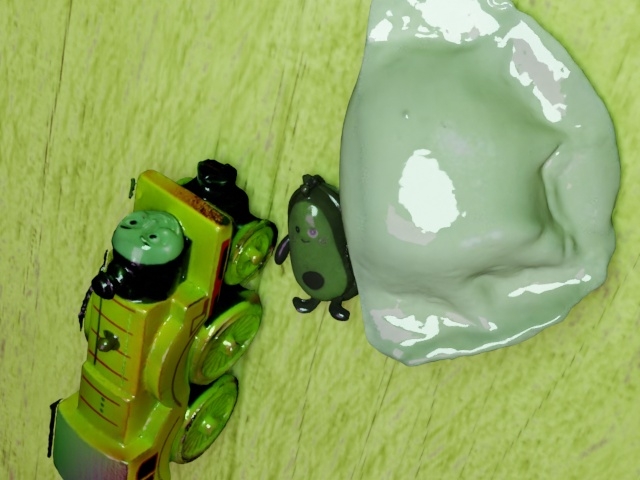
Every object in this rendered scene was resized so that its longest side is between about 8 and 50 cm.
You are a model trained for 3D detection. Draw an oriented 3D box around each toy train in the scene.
[{"bbox_3d":[-0.125,0.076,1.049,0.100,0.160,0.296,32,130,23],"label":"toy train"}]

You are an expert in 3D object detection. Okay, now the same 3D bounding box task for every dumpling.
[{"bbox_3d":[0.102,-0.045,0.866,0.179,0.131,0.252,-2,94,14],"label":"dumpling"}]

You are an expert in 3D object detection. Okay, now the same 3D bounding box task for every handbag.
[{"bbox_3d":[0.000,0.000,0.991,0.072,0.047,0.111,8,122,30],"label":"handbag"}]
